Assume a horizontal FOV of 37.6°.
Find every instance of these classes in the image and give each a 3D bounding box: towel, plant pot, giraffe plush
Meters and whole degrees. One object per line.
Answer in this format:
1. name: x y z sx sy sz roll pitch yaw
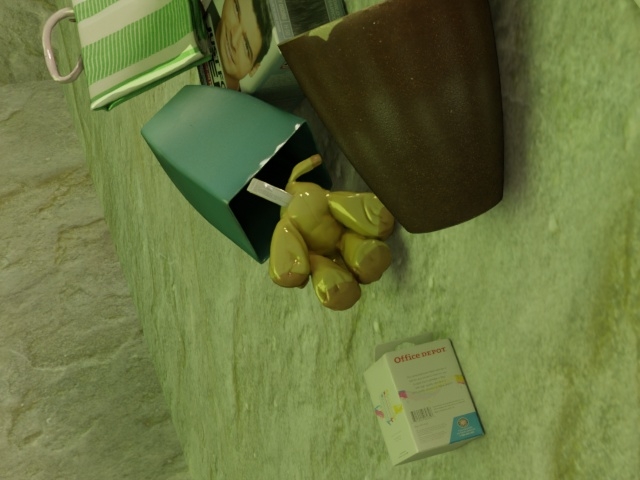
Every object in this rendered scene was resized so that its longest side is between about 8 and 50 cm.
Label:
1. towel: -0.307 -0.393 1.525 0.248 0.038 0.324 -22 73 25
2. plant pot: -0.136 -0.118 1.376 0.234 0.165 0.165 32 162 30
3. giraffe plush: 0.000 0.000 1.297 0.210 0.181 0.170 41 172 13
4. plant pot: 0.097 -0.131 0.960 0.215 0.215 0.230 7 120 67

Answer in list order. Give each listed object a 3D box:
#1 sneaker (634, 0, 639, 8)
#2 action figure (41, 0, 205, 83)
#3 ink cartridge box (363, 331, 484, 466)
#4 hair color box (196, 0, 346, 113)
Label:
1. sneaker: 0.231 -0.302 0.648 0.350 0.131 0.148 61 145 25
2. action figure: -0.296 -0.444 1.625 0.370 0.276 0.248 -26 81 43
3. ink cartridge box: 0.121 0.191 1.162 0.090 0.092 0.143 123 133 -61
4. hair color box: -0.087 -0.297 1.410 0.374 0.114 0.185 148 110 -66
